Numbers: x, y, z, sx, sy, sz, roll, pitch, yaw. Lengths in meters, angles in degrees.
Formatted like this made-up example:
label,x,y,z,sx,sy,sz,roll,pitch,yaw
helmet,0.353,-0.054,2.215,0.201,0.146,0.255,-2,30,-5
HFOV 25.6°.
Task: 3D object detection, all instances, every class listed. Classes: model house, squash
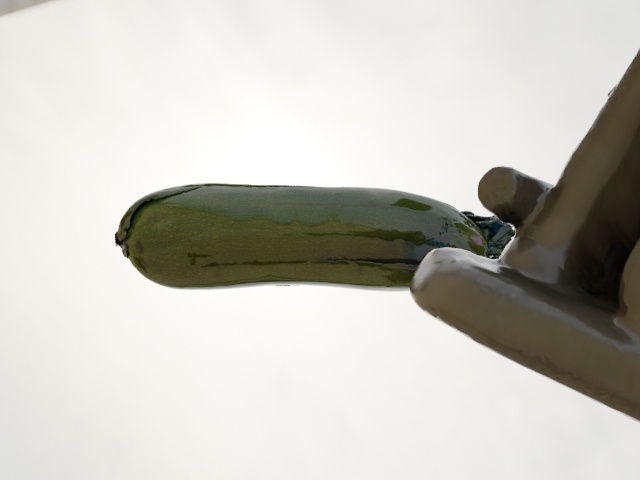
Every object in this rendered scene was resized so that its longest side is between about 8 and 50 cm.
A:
label,x,y,z,sx,sy,sz,roll,pitch,yaw
model house,0.167,-0.003,0.445,0.188,0.229,0.122,-56,-138,17
squash,0.000,0.000,0.630,0.052,0.183,0.052,-177,-90,-85
